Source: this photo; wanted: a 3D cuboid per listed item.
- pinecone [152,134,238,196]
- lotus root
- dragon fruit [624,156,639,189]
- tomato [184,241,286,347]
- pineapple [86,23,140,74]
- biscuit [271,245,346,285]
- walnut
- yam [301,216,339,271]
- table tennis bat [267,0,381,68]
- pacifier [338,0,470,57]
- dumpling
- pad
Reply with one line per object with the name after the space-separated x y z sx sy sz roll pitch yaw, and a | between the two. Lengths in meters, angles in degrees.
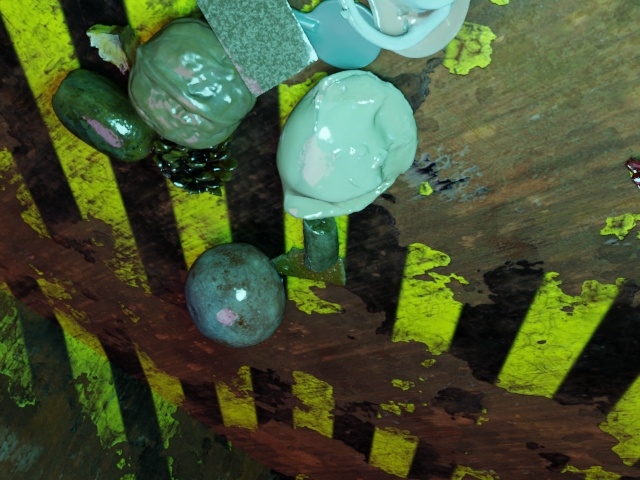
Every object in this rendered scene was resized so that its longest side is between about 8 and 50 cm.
-0.297 -0.213 1.694 0.202 0.229 0.201 17 115 8 | pinecone
-0.527 -0.302 1.748 0.275 0.152 0.160 31 134 -15 | lotus root
0.679 -0.135 1.405 0.131 0.097 0.063 41 141 7 | dragon fruit
-0.245 0.159 2.067 0.317 0.282 0.316 38 140 41 | tomato
-0.464 -0.446 1.600 0.137 0.069 0.116 34 144 -13 | pineapple
-0.041 0.069 2.077 0.237 0.026 0.131 10 140 18 | biscuit
-0.271 -0.336 1.502 0.273 0.227 0.273 10 144 8 | walnut
0.000 0.000 1.907 0.107 0.107 0.183 12 142 13 | yam
0.006 -0.423 1.408 0.244 0.040 0.153 19 139 0 | table tennis bat
0.123 -0.461 1.159 0.220 0.273 0.332 -29 123 16 | pacifier
0.064 -0.208 1.564 0.316 0.233 0.395 -3 133 -18 | dumpling
-0.126 -0.421 1.392 0.158 0.003 0.235 -27 107 13 | pad
